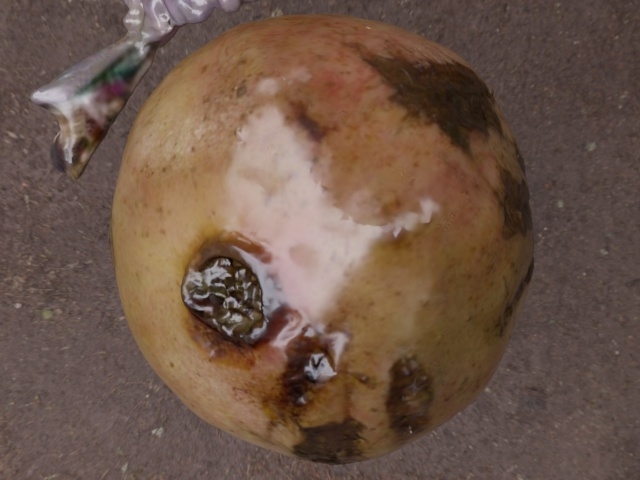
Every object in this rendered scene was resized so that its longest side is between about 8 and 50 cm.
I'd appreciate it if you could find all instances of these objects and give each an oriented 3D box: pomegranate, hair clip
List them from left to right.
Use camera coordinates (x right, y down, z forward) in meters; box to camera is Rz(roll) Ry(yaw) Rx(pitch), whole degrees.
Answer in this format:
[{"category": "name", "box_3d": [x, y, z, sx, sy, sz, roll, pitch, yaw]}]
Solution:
[{"category": "hair clip", "box_3d": [-0.127, -0.182, 0.504, 0.173, 0.069, 0.300, 30, 76, 38]}, {"category": "pomegranate", "box_3d": [0.000, 0.000, 0.454, 0.323, 0.322, 0.321, 1, 85, -7]}]
